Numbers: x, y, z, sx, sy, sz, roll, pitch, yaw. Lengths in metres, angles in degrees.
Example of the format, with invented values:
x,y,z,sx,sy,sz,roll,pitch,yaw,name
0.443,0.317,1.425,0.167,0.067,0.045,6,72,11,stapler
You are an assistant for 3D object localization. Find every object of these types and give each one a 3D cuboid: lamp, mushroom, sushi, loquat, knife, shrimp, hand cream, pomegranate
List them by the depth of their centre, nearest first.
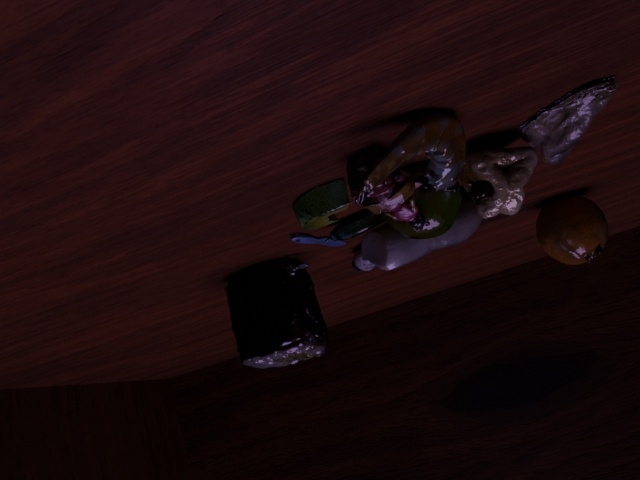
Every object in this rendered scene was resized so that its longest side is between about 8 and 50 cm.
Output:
x,y,z,sx,sy,sz,roll,pitch,yaw,name
0.199,-0.162,1.414,0.287,0.068,0.185,-18,136,-43,shrimp
0.156,-0.105,1.555,0.118,0.118,0.253,-25,149,32,lamp
0.221,-0.074,1.731,0.241,0.159,0.190,-24,162,40,pomegranate
0.307,-0.037,1.962,0.397,0.126,0.177,-20,-172,-13,mushroom
0.000,0.000,2.075,0.044,0.019,0.313,-25,166,23,knife
0.194,0.007,2.235,0.121,0.076,0.336,-13,160,-33,hand cream
-0.134,0.230,2.241,0.281,0.294,0.299,-13,165,4,sushi
0.832,-0.035,2.409,0.238,0.238,0.193,-14,159,-8,loquat

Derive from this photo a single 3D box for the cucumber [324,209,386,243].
x,y,z,sx,sy,sz,roll,pitch,yaw,name
0.113,-0.049,1.927,0.250,0.056,0.056,-24,164,25,cucumber

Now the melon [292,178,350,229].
x,y,z,sx,sy,sz,roll,pitch,yaw,name
0.001,-0.073,1.698,0.118,0.064,0.209,-19,169,-10,melon

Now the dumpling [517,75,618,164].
x,y,z,sx,sy,sz,roll,pitch,yaw,name
0.527,-0.236,1.597,0.166,0.086,0.332,-17,162,-5,dumpling

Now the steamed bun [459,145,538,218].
x,y,z,sx,sy,sz,roll,pitch,yaw,name
0.400,-0.130,1.653,0.172,0.155,0.141,-6,-177,-17,steamed bun
